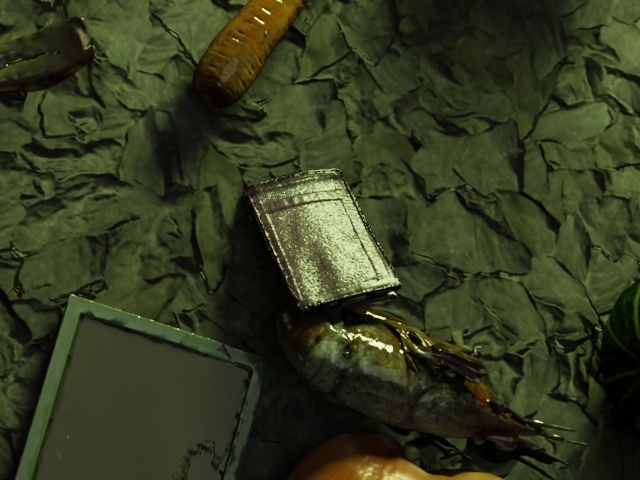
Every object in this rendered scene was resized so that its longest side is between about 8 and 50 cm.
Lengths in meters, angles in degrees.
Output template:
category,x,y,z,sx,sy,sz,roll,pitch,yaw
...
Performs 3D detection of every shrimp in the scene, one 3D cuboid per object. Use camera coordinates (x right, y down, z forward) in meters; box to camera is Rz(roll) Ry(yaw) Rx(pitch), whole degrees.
category,x,y,z,sx,sy,sz,roll,pitch,yaw
shrimp,0.110,0.146,1.902,0.343,0.145,0.116,26,101,-11

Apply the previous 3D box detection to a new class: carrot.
category,x,y,z,sx,sy,sz,roll,pitch,yaw
carrot,-0.049,-0.231,1.930,0.059,0.059,0.248,40,69,-11

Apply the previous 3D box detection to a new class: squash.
category,x,y,z,sx,sy,sz,roll,pitch,yaw
squash,0.389,0.127,1.959,0.172,0.218,0.218,14,78,-41

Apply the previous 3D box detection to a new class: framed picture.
category,x,y,z,sx,sy,sz,roll,pitch,yaw
framed picture,-0.181,0.211,1.844,0.216,0.016,0.273,20,77,-16

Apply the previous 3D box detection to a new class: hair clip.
category,x,y,z,sx,sy,sz,roll,pitch,yaw
hair clip,-0.356,-0.136,1.794,0.300,0.069,0.173,-19,89,-11

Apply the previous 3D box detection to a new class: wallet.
category,x,y,z,sx,sy,sz,roll,pitch,yaw
wallet,0.000,-0.001,1.888,0.111,0.030,0.166,-10,51,-22

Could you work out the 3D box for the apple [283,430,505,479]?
category,x,y,z,sx,sy,sz,roll,pitch,yaw
apple,0.097,0.327,1.833,0.293,0.163,0.251,11,93,-19
